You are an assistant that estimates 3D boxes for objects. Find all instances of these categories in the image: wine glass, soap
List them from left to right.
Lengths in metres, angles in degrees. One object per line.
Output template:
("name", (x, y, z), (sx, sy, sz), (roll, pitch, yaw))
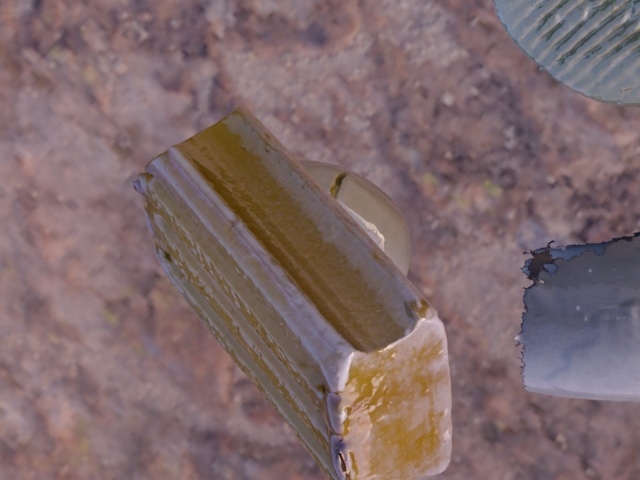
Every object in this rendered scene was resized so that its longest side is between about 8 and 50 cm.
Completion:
("soap", (-0.021, 0.025, 0.842), (0.232, 0.073, 0.140), (48, 156, 38))
("wine glass", (0.307, 0.059, 1.153), (0.321, 0.143, 0.143), (-1, 138, 8))

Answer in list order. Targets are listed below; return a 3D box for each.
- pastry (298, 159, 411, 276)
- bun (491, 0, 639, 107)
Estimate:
("pastry", (0.000, 0.000, 1.253), (0.156, 0.092, 0.156), (8, 135, 8))
("bun", (0.222, -0.192, 1.019), (0.221, 0.108, 0.221), (20, 141, 17))
